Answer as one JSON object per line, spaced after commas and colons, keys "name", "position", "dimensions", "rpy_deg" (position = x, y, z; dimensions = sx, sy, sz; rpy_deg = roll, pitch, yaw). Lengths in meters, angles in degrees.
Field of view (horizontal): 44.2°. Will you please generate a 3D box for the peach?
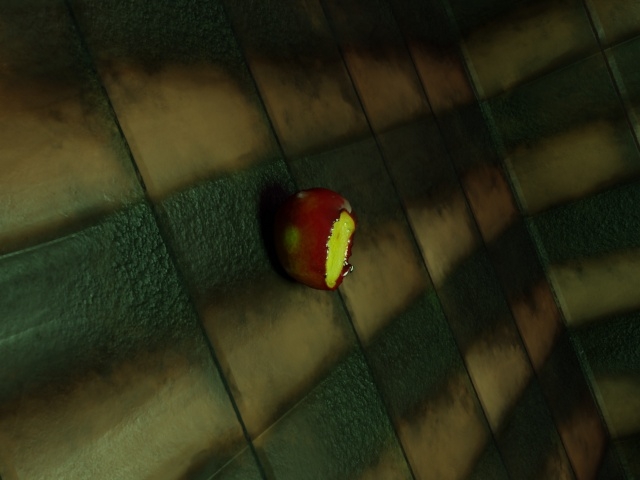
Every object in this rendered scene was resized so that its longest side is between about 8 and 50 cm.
{"name": "peach", "position": [0.000, 0.000, 1.758], "dimensions": [0.196, 0.190, 0.226], "rpy_deg": [-19, 69, -23]}
